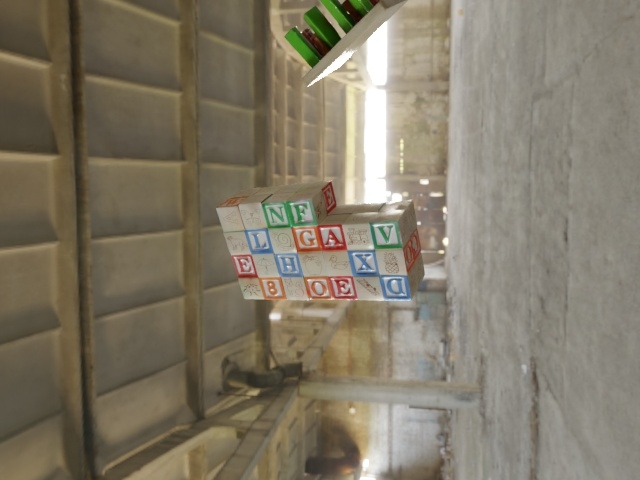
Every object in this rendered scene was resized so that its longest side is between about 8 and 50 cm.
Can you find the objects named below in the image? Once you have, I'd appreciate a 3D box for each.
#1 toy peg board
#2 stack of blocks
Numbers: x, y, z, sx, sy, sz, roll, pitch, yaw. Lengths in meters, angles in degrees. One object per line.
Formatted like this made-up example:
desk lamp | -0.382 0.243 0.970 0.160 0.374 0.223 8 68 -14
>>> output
toy peg board | 0.035 -0.327 0.850 0.079 0.161 0.160 48 -147 -8
stack of blocks | 0.000 0.000 0.899 0.087 0.298 0.171 -46 -51 -55
